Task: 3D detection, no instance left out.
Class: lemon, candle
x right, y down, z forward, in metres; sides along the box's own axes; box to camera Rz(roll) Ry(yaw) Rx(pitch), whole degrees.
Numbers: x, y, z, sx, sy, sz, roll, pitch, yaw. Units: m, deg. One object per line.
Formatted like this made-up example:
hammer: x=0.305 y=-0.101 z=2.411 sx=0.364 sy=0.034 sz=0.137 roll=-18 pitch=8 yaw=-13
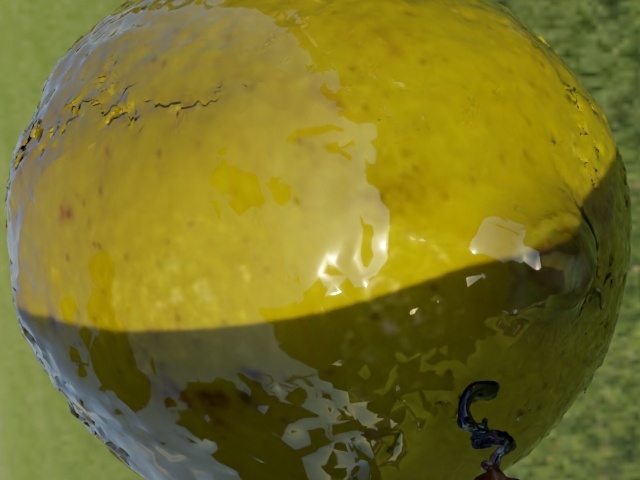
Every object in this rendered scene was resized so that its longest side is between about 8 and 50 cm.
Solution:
lemon: x=0.000 y=0.000 z=0.746 sx=0.310 sy=0.258 sz=0.258 roll=3 pitch=95 yaw=47
candle: x=0.067 y=0.111 z=0.563 sx=0.167 sy=0.021 sz=0.026 roll=-102 pitch=20 yaw=-49
